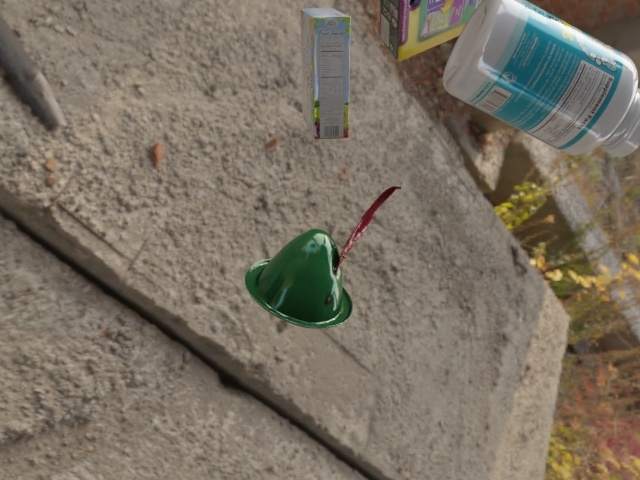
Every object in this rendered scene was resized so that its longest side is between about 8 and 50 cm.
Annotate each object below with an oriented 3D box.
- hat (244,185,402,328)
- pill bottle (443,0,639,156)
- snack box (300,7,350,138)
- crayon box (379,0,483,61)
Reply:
[{"bbox_3d":[0.000,0.000,0.992,0.208,0.172,0.184,-66,178,-66],"label":"hat"},{"bbox_3d":[0.308,-0.208,0.888,0.264,0.146,0.146,25,61,-9],"label":"pill bottle"},{"bbox_3d":[0.007,-0.305,1.212,0.174,0.070,0.207,-111,-163,-64],"label":"snack box"},{"bbox_3d":[0.292,-0.619,1.520,0.106,0.313,0.363,60,-10,27],"label":"crayon box"}]
